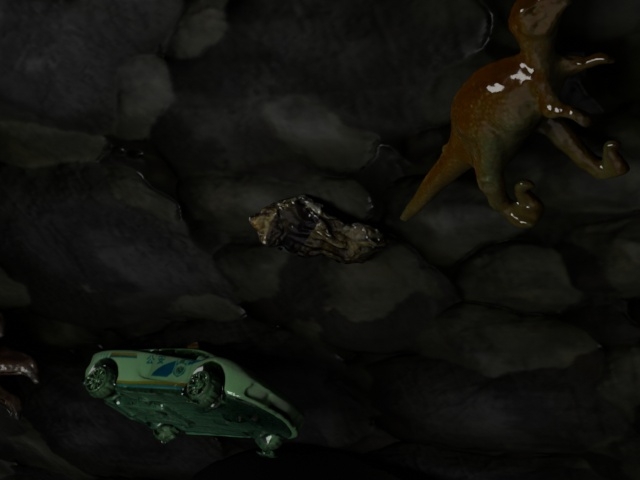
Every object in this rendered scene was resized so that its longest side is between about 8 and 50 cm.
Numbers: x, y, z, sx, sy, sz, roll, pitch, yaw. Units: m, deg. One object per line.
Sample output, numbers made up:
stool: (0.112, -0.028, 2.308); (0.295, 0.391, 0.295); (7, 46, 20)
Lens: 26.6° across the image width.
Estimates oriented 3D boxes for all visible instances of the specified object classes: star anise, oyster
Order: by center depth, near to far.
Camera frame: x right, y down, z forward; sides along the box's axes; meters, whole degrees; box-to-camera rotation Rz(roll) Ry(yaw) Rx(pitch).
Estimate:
oyster: (-0.003, -0.001, 0.800); (0.083, 0.019, 0.054); (20, 146, -12)
star anise: (-0.262, 0.078, 0.979); (0.141, 0.042, 0.141); (11, 145, 8)

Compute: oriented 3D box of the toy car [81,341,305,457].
toy car: (-0.086, 0.106, 0.952); (0.186, 0.058, 0.093); (-2, 146, 41)

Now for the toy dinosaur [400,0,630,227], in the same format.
toy dinosaur: (0.078, -0.061, 0.678); (0.162, 0.039, 0.126); (-9, 132, 36)

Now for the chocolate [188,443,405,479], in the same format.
chocolate: (-0.017, 0.313, 1.085); (0.283, 0.283, 0.186); (7, 161, 8)
